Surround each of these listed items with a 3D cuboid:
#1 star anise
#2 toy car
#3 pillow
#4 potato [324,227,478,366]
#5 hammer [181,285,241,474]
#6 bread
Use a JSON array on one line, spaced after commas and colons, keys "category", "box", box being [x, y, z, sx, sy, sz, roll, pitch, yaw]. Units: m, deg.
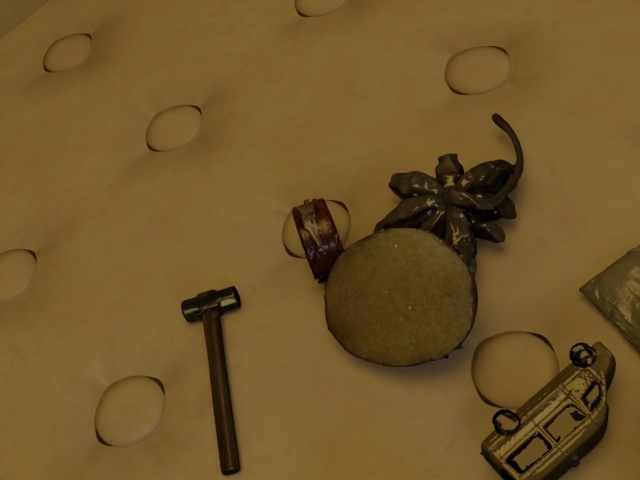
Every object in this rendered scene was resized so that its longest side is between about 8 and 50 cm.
[{"category": "star anise", "box": [0.239, -0.081, 1.593, 0.315, 0.139, 0.360, -12, 53, 3]}, {"category": "toy car", "box": [0.369, 0.274, 1.318, 0.256, 0.101, 0.124, -39, 57, -8]}, {"category": "pillow", "box": [0.548, 0.115, 1.402, 0.148, 0.050, 0.230, -36, 52, 1]}, {"category": "potato", "box": [0.153, 0.095, 1.490, 0.299, 0.116, 0.239, -6, 85, 35]}, {"category": "hammer", "box": [-0.182, 0.250, 1.573, 0.111, 0.043, 0.366, -17, 54, 6]}, {"category": "bread", "box": [0.000, 0.000, 1.608, 0.073, 0.160, 0.161, -22, 52, 2]}]
